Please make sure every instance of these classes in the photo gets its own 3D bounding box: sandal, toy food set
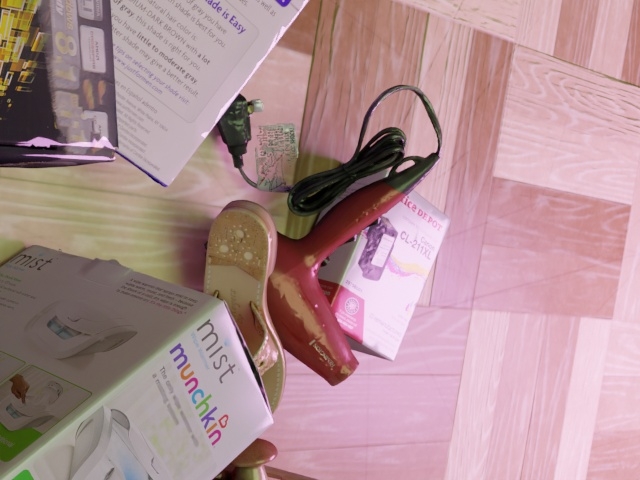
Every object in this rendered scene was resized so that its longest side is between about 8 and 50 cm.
[{"bbox_3d":[-0.084,0.085,1.055,0.079,0.088,0.240,-56,152,-57],"label":"sandal"},{"bbox_3d":[-0.099,0.227,1.089,0.218,0.128,0.071,-16,108,-43],"label":"toy food set"}]

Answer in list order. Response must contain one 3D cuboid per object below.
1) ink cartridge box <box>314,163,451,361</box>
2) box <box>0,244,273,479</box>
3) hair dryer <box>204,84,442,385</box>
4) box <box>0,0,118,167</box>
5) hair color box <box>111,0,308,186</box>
[{"bbox_3d":[0.051,0.022,1.234,0.127,0.072,0.175,33,75,-42],"label":"ink cartridge box"},{"bbox_3d":[-0.213,0.126,0.864,0.231,0.262,0.127,-40,124,-33],"label":"box"},{"bbox_3d":[0.000,0.000,1.098,0.080,0.223,0.293,-63,154,-74],"label":"hair dryer"},{"bbox_3d":[-0.265,-0.242,0.694,0.318,0.097,0.395,-2,89,-62],"label":"box"},{"bbox_3d":[-0.107,-0.237,0.943,0.339,0.110,0.185,-52,131,1],"label":"hair color box"}]
